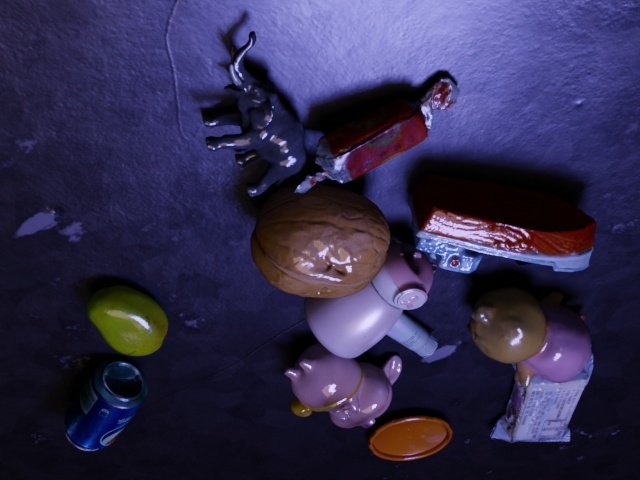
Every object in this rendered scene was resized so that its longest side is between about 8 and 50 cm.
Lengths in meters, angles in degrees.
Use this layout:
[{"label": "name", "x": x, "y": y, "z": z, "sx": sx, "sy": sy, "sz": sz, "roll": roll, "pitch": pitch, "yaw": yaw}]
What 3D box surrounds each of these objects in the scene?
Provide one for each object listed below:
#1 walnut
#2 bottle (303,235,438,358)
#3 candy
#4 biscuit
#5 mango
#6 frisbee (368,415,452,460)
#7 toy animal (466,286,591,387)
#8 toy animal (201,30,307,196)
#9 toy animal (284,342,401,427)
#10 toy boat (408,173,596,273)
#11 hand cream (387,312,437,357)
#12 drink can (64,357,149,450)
[{"label": "walnut", "x": 0.000, "y": 0.000, "z": 1.581, "sx": 0.226, "sy": 0.193, "sz": 0.193, "roll": 3, "pitch": 138, "yaw": -10}, {"label": "bottle", "x": 0.098, "y": 0.092, "z": 1.728, "sx": 0.236, "sy": 0.147, "sz": 0.147, "roll": -38, "pitch": 131, "yaw": 26}, {"label": "candy", "x": 0.082, "y": -0.154, "z": 1.485, "sx": 0.292, "sy": 0.059, "sz": 0.086, "roll": -29, "pitch": 141, "yaw": 2}, {"label": "biscuit", "x": 0.477, "y": 0.351, "z": 2.129, "sx": 0.186, "sy": 0.079, "sz": 0.309, "roll": -3, "pitch": 139, "yaw": -3}, {"label": "mango", "x": -0.341, "y": 0.143, "z": 1.759, "sx": 0.117, "sy": 0.089, "sz": 0.163, "roll": -17, "pitch": 137, "yaw": 11}, {"label": "frisbee", "x": 0.202, "y": 0.439, "z": 2.218, "sx": 0.192, "sy": 0.035, "sz": 0.192, "roll": -4, "pitch": 140, "yaw": -3}, {"label": "toy animal", "x": 0.389, "y": 0.175, "z": 1.854, "sx": 0.281, "sy": 0.169, "sz": 0.195, "roll": 23, "pitch": 88, "yaw": -24}, {"label": "toy animal", "x": -0.106, "y": -0.177, "z": 1.442, "sx": 0.137, "sy": 0.082, "sz": 0.269, "roll": -20, "pitch": 134, "yaw": 9}, {"label": "toy animal", "x": 0.035, "y": 0.288, "z": 1.945, "sx": 0.165, "sy": 0.149, "sz": 0.248, "roll": -24, "pitch": 145, "yaw": 37}, {"label": "toy boat", "x": 0.306, "y": -0.006, "z": 1.642, "sx": 0.332, "sy": 0.145, "sz": 0.133, "roll": 9, "pitch": 125, "yaw": -12}, {"label": "hand cream", "x": 0.146, "y": 0.161, "z": 1.888, "sx": 0.078, "sy": 0.050, "sz": 0.205, "roll": -35, "pitch": 128, "yaw": 28}, {"label": "drink can", "x": -0.426, "y": 0.326, "z": 1.935, "sx": 0.118, "sy": 0.118, "sz": 0.205, "roll": 18, "pitch": 134, "yaw": -26}]
